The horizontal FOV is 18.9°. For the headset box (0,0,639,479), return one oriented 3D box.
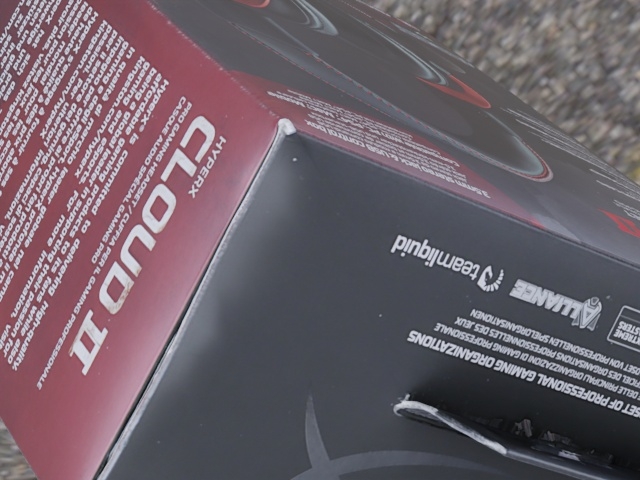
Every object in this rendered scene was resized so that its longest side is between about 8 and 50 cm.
[{"bbox_3d":[0.000,0.000,0.557,0.218,0.293,0.110,20,105,-35],"label":"headset box"}]
